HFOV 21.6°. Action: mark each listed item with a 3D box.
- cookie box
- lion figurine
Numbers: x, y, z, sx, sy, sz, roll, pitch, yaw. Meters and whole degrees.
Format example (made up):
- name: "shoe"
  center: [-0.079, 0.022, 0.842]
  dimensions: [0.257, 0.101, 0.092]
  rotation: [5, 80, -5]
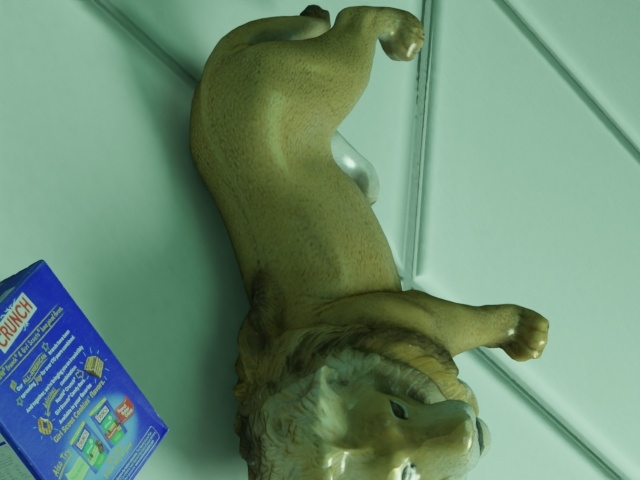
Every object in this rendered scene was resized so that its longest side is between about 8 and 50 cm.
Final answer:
- name: "cookie box"
  center: [-0.132, 0.078, 0.786]
  dimensions: [0.107, 0.040, 0.092]
  rotation: [56, 32, -14]
- name: "lion figurine"
  center: [0.000, 0.000, 0.980]
  dimensions: [0.240, 0.142, 0.392]
  rotation: [3, 52, -47]
